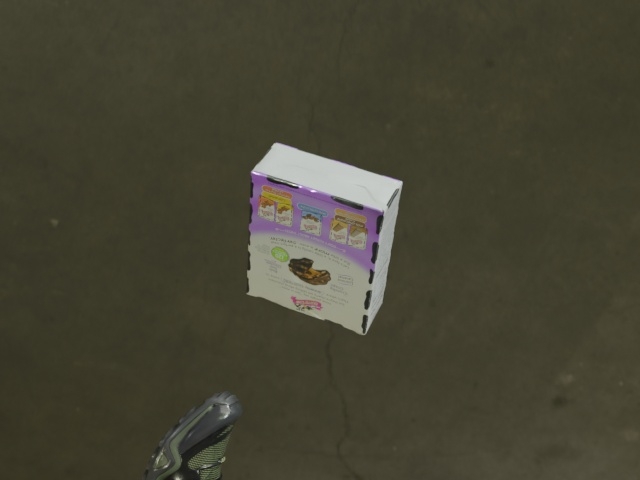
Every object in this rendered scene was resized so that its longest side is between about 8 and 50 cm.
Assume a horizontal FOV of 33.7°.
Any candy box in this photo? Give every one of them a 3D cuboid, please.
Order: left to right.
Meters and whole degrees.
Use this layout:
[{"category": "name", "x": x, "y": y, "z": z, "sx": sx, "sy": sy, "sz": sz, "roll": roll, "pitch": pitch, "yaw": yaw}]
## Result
[{"category": "candy box", "x": 0.000, "y": 0.000, "z": 1.272, "sx": 0.164, "sy": 0.070, "sz": 0.196, "roll": 18, "pitch": 131, "yaw": 14}]

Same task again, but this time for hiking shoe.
[{"category": "hiking shoe", "x": -0.110, "y": 0.249, "z": 0.965, "sx": 0.114, "sy": 0.086, "sz": 0.227, "roll": 29, "pitch": 99, "yaw": 11}]
